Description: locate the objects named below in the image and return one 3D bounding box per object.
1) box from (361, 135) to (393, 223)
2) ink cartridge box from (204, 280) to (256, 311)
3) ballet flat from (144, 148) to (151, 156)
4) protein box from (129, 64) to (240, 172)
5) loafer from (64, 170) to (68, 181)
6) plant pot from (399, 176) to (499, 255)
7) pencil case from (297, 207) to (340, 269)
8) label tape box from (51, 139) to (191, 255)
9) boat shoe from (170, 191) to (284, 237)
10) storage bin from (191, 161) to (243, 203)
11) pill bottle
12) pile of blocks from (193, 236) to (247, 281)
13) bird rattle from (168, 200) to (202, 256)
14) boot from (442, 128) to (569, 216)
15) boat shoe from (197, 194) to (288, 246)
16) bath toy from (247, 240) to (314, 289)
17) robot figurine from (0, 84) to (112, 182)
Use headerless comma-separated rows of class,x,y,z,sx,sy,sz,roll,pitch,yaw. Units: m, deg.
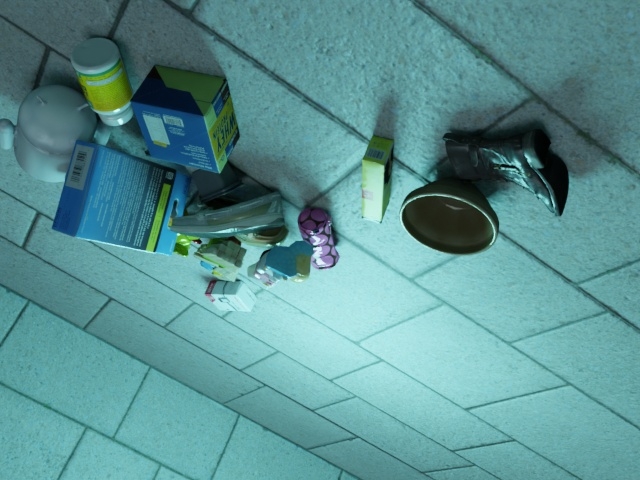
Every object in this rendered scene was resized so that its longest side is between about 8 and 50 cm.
box,0.139,-0.145,1.778,0.058,0.087,0.232,15,148,12
ink cartridge box,-0.322,0.199,2.598,0.151,0.063,0.109,-1,141,34
ballet flat,-0.390,-0.249,1.982,0.189,0.070,0.070,10,146,12
protein box,-0.329,-0.299,1.792,0.200,0.135,0.201,13,147,14
loafer,-0.618,-0.151,2.117,0.112,0.111,0.319,6,175,34
plant pot,0.318,-0.075,1.746,0.238,0.109,0.237,16,149,10
pencil case,0.000,0.000,2.082,0.098,0.095,0.209,-8,144,7
label tape box,-0.535,-0.108,1.994,0.115,0.249,0.348,14,179,34
boat shoe,-0.263,-0.068,2.032,0.321,0.103,0.118,-7,171,7
storage bin,-0.288,-0.172,2.013,0.135,0.098,0.091,-15,105,45
pill bottle,-0.536,-0.389,1.806,0.118,0.117,0.208,15,148,12
pile of blocks,-0.308,0.034,2.269,0.149,0.112,0.362,24,165,-5
bird rattle,-0.427,-0.059,2.229,0.206,0.143,0.253,64,175,-14
boot,0.412,-0.153,1.612,0.229,0.091,0.263,-1,137,42
boat shoe,-0.231,-0.061,2.116,0.285,0.104,0.089,16,150,12
bath toy,-0.118,0.073,2.153,0.151,0.129,0.348,33,164,-10
robot figurine,-0.732,-0.292,1.993,0.300,0.199,0.353,-8,162,-30
